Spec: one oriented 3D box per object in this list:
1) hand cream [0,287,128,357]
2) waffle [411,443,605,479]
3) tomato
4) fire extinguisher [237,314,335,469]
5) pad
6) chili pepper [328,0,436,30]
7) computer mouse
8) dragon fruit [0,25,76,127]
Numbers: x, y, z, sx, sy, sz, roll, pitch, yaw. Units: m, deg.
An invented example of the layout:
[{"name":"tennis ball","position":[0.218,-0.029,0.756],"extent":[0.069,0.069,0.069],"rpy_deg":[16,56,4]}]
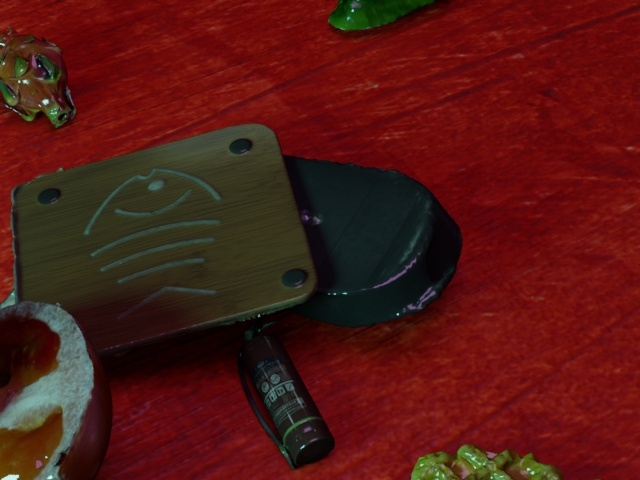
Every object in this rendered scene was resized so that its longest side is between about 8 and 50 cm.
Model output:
[{"name":"hand cream","position":[-0.238,0.070,1.416],"extent":[0.143,0.039,0.061],"rpy_deg":[21,51,22]},{"name":"waffle","position":[0.158,0.274,1.245],"extent":[0.243,0.059,0.238],"rpy_deg":[8,47,4]},{"name":"tomato","position":[-0.244,0.166,1.249],"extent":[0.199,0.112,0.228],"rpy_deg":[-24,47,21]},{"name":"fire extinguisher","position":[-0.038,0.137,1.364],"extent":[0.064,0.043,0.158],"rpy_deg":[-43,51,15]},{"name":"pad","position":[-0.161,-0.003,1.441],"extent":[0.286,0.018,0.284],"rpy_deg":[-14,41,-2]},{"name":"chili pepper","position":[0.116,-0.327,1.773],"extent":[0.257,0.074,0.100],"rpy_deg":[-34,59,-29]},{"name":"computer mouse","position":[0.002,0.004,1.464],"extent":[0.295,0.087,0.168],"rpy_deg":[15,53,27]},{"name":"dragon fruit","position":[-0.312,-0.177,1.603],"extent":[0.116,0.086,0.081],"rpy_deg":[39,18,18]}]
